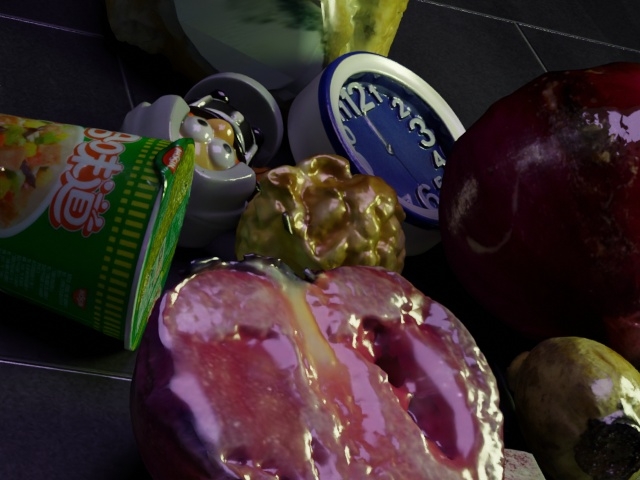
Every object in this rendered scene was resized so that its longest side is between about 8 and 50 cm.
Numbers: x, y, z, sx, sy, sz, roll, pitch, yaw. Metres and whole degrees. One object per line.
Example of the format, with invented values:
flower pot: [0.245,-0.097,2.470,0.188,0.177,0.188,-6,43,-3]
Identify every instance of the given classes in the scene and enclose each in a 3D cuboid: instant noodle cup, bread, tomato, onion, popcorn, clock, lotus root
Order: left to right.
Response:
instant noodle cup: [-0.251,-0.030,1.731,0.233,0.207,0.207,17,29,3]
bread: [-0.099,-0.304,2.238,0.395,0.239,0.264,23,29,5]
tomato: [-0.020,0.174,1.573,0.335,0.176,0.289,0,57,-36]
popcorn: [0.000,0.000,1.883,0.180,0.180,0.170,25,-5,3]
clock: [0.072,-0.095,2.098,0.230,0.083,0.230,26,43,-27]
lotus root: [0.245,0.157,1.823,0.138,0.138,0.214,7,21,-27]
onion: [0.306,0.008,1.937,0.348,0.347,0.385,6,46,-28]

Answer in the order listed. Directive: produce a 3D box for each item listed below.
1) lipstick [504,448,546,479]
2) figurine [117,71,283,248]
lipstick: [0.193,0.303,1.605,0.066,0.068,0.317,9,31,-23]
figurine: [-0.120,-0.079,1.963,0.176,0.133,0.236,44,24,0]
